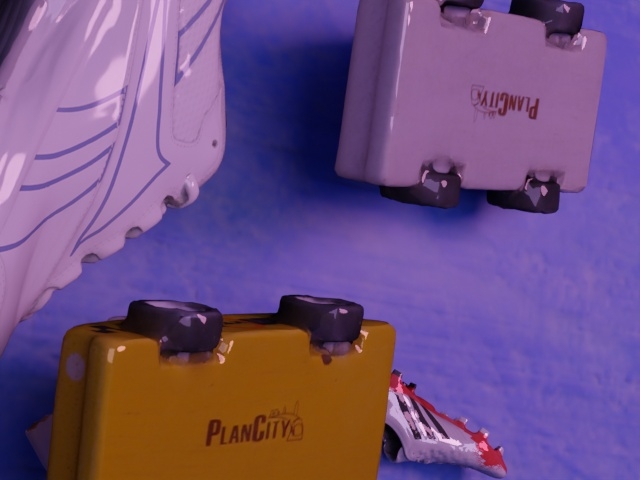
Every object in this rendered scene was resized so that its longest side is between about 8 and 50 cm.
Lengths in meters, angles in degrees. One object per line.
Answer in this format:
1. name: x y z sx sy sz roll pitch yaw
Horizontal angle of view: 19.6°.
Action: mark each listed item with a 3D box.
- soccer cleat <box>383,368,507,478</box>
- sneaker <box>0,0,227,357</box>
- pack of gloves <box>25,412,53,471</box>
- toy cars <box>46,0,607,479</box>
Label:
1. soccer cleat: 0.049 0.092 0.852 0.083 0.029 0.035 36 76 -18
2. sneaker: -0.100 -0.037 0.738 0.129 0.111 0.297 35 69 -32
3. pack of gloves: -0.087 0.188 0.758 0.195 0.046 0.232 -34 101 -44
4. toy cars: 0.000 0.000 0.786 0.393 0.087 0.176 -51 138 -35
